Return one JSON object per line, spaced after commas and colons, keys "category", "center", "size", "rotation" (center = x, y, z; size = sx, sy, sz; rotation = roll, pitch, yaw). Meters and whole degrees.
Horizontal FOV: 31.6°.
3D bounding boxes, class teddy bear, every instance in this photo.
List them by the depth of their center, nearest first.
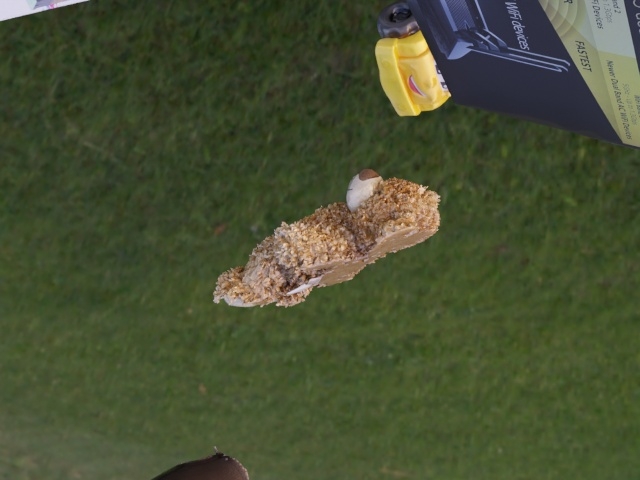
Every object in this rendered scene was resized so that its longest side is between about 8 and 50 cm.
{"category": "teddy bear", "center": [0.000, 0.000, 1.547], "size": [0.245, 0.113, 0.338], "rotation": [-8, 162, -40]}

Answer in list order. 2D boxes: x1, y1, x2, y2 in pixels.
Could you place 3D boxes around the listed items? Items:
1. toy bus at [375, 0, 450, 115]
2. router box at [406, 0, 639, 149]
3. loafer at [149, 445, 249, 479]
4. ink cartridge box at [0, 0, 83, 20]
{"category": "toy bus", "center": [0.203, -0.266, 1.472], "size": [0.211, 0.220, 0.149], "rotation": [12, 145, 31]}
{"category": "router box", "center": [0.147, -0.152, 0.550], "size": [0.243, 0.081, 0.309], "rotation": [19, 163, 29]}
{"category": "loafer", "center": [-0.070, 0.173, 0.605], "size": [0.080, 0.078, 0.220], "rotation": [49, 154, 12]}
{"category": "ink cartridge box", "center": [-0.381, -0.432, 1.564], "size": [0.278, 0.117, 0.201], "rotation": [-16, 145, -10]}
